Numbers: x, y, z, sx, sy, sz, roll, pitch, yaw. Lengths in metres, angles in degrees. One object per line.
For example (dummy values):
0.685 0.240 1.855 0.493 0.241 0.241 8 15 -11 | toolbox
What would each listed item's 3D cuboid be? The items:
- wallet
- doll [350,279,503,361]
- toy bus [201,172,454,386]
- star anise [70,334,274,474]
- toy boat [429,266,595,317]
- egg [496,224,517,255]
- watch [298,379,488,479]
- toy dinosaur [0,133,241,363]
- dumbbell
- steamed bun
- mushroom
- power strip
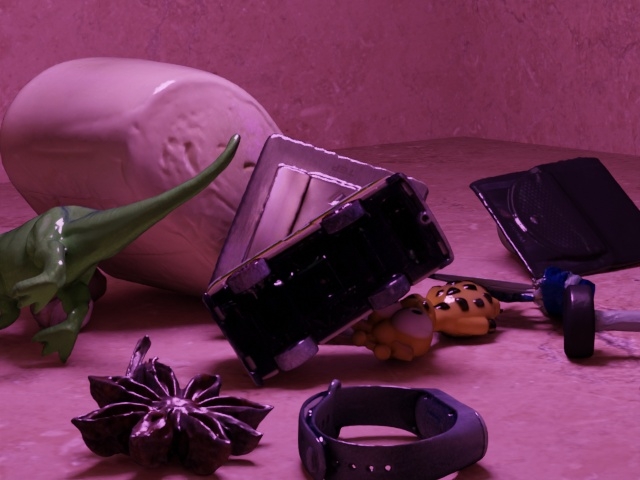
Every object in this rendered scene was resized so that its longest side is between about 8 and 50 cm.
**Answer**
0.435 -0.043 2.566 0.323 0.041 0.247 -8 54 -34 | wallet
0.149 0.108 2.009 0.117 0.086 0.291 27 24 33 | doll
0.005 0.045 1.909 0.305 0.143 0.179 -33 6 -5 | toy bus
-0.164 0.189 1.591 0.230 0.081 0.262 -6 22 -26 | star anise
0.280 0.065 2.184 0.292 0.070 0.210 8 -9 34 | toy boat
0.381 -0.027 2.645 0.131 0.131 0.164 3 32 21 | egg
0.064 0.203 1.547 0.193 0.068 0.206 -3 12 -18 | watch
-0.333 -0.029 2.054 0.500 0.144 0.374 -39 33 2 | toy dinosaur
0.420 0.107 1.944 0.191 0.100 0.100 0 10 5 | dumbbell
-0.227 -0.109 2.259 0.371 0.290 0.456 9 -29 36 | steamed bun
-0.383 0.076 2.218 0.096 0.099 0.278 4 7 -2 | mushroom
-0.002 0.000 2.105 0.251 0.257 0.092 21 -13 2 | power strip
